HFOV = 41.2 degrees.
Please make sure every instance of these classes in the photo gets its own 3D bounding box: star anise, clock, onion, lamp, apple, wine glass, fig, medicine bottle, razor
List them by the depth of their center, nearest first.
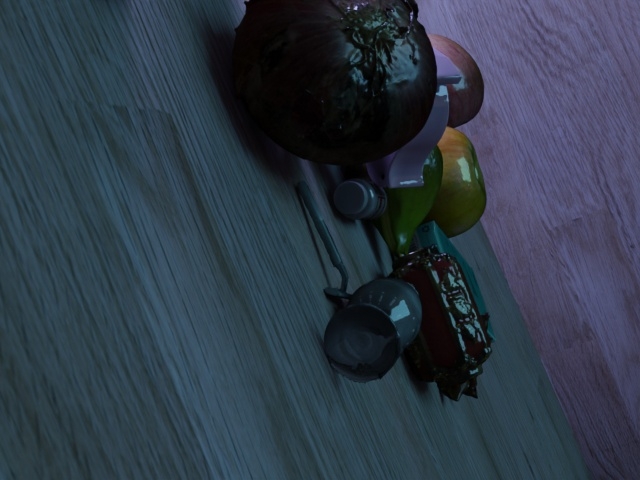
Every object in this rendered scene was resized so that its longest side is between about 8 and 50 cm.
[{"bbox_3d":[0.090,0.130,1.330,0.126,0.126,0.241,66,17,-1],"label":"wine glass"},{"bbox_3d":[0.021,-0.287,1.366,0.354,0.353,0.354,56,20,-32],"label":"onion"},{"bbox_3d":[0.006,-0.003,1.403,0.084,0.035,0.211,24,45,-69],"label":"razor"},{"bbox_3d":[0.129,-0.263,1.627,0.290,0.080,0.275,55,-38,45],"label":"clock"},{"bbox_3d":[0.075,-0.079,1.635,0.079,0.079,0.140,68,16,7],"label":"medicine bottle"},{"bbox_3d":[0.230,0.149,1.668,0.177,0.177,0.274,11,59,-70],"label":"lamp"},{"bbox_3d":[0.159,-0.090,1.783,0.206,0.206,0.275,24,59,-66],"label":"fig"},{"bbox_3d":[0.295,0.251,1.821,0.196,0.111,0.212,-44,142,-53],"label":"star anise"},{"bbox_3d":[0.262,-0.131,2.005,0.286,0.233,0.286,-15,90,-75],"label":"apple"},{"bbox_3d":[0.284,-0.417,2.333,0.269,0.344,0.345,66,17,-4],"label":"apple"}]

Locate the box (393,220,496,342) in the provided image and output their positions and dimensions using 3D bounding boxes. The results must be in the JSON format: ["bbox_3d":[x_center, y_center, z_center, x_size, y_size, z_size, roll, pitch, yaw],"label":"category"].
[{"bbox_3d":[0.282,0.117,1.943,0.311,0.118,0.205,41,32,-54],"label":"box"}]
